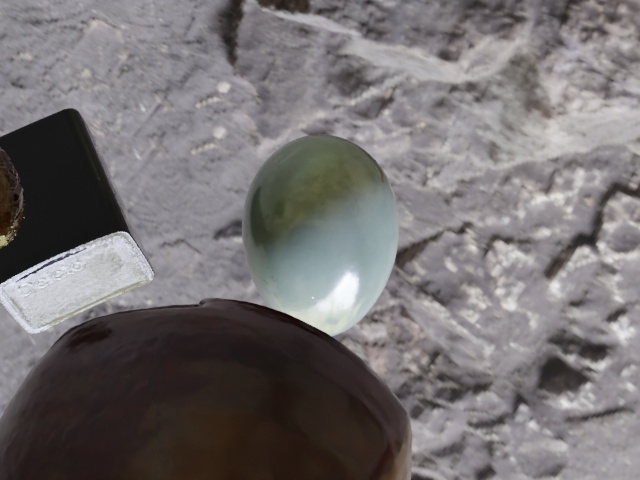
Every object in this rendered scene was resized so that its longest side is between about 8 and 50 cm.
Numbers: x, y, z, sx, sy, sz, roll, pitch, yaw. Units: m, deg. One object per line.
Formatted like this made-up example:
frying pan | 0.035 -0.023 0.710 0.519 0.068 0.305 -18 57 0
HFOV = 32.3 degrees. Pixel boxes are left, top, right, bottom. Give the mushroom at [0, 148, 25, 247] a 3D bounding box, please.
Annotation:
mushroom | -0.330 -0.051 1.059 0.085 0.109 0.126 -19 98 -7

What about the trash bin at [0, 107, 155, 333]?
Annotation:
trash bin | -0.317 -0.032 1.318 0.165 0.226 0.115 -25 145 -3

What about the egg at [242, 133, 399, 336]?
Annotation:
egg | 0.000 0.000 1.294 0.182 0.183 0.264 -17 129 -22

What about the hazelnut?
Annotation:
hazelnut | -0.105 0.266 1.002 0.402 0.402 0.430 13 87 -33
